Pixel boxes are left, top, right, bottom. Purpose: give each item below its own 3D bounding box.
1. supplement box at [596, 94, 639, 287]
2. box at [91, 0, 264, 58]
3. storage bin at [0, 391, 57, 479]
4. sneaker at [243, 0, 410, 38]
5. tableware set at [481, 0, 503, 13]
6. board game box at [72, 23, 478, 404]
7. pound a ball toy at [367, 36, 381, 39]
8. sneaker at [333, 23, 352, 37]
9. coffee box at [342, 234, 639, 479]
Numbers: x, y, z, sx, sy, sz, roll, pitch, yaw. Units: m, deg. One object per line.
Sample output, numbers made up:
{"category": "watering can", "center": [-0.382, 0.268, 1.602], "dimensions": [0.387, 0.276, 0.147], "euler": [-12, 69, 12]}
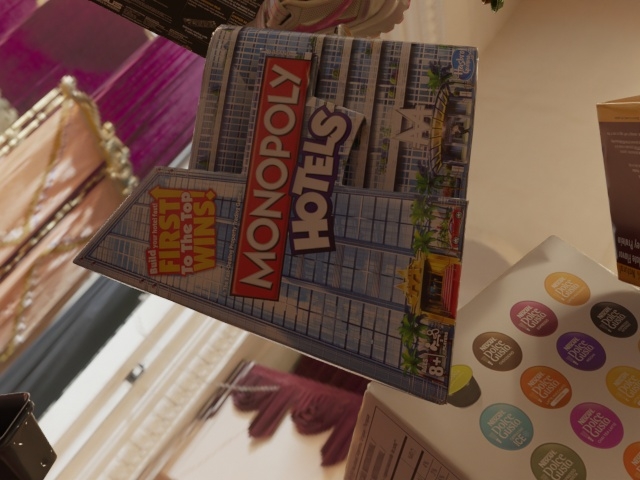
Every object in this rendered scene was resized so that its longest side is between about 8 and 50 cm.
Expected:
{"category": "supplement box", "center": [0.379, -0.050, 0.822], "dimensions": [0.191, 0.129, 0.194], "euler": [-138, -144, -78]}
{"category": "box", "center": [-0.131, -0.362, 1.157], "dimensions": [0.307, 0.077, 0.242], "euler": [24, -46, -18]}
{"category": "storage bin", "center": [-0.367, 0.233, 0.960], "dimensions": [0.135, 0.098, 0.091], "euler": [-11, -59, 23]}
{"category": "sneaker", "center": [-0.028, -0.269, 0.995], "dimensions": [0.252, 0.103, 0.111], "euler": [-24, -34, 24]}
{"category": "tableware set", "center": [0.268, -0.438, 1.325], "dimensions": [0.024, 0.104, 0.154], "euler": [-4, -59, -6]}
{"category": "board game box", "center": [-0.021, -0.023, 0.450], "dimensions": [0.194, 0.194, 0.060], "euler": [6, -8, 4]}
{"category": "pound a ball toy", "center": [0.015, -0.256, 1.513], "dimensions": [0.208, 0.319, 0.135], "euler": [10, -16, -23]}
{"category": "sneaker", "center": [0.016, -0.186, 0.895], "dimensions": [0.036, 0.083, 0.032], "euler": [-6, -9, 30]}
{"category": "coffee box", "center": [0.248, 0.268, 0.932], "dimensions": [0.334, 0.337, 0.338], "euler": [38, -39, 27]}
